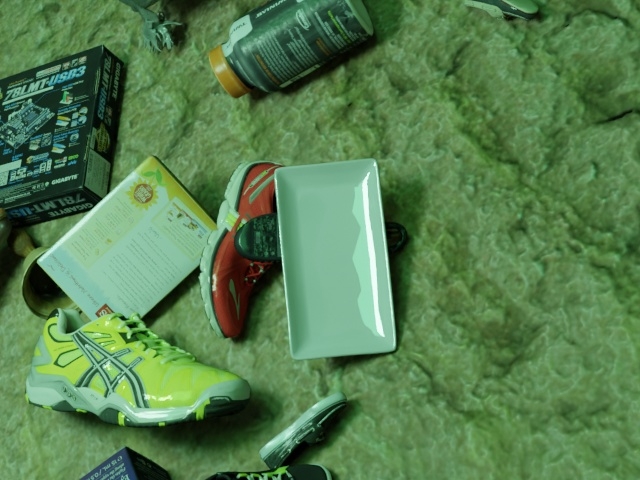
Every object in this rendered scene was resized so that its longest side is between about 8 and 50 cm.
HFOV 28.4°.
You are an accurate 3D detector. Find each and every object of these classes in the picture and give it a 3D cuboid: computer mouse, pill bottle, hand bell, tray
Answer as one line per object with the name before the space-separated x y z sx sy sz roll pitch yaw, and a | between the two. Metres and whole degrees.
computer mouse | 0.000 0.000 1.765 0.242 0.041 0.071 1 76 2
pill bottle | -0.052 -0.316 1.965 0.245 0.130 0.130 -28 52 14
hand bell | -0.465 0.025 2.050 0.126 0.126 0.242 -51 39 -4
tray | 0.020 0.026 1.722 0.145 0.030 0.270 -5 77 -1

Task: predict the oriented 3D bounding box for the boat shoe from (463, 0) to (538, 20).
boat shoe | 0.262 -0.346 1.851 0.137 0.049 0.043 34 125 37

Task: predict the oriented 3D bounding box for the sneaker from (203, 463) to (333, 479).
sneaker | -0.094 0.331 1.589 0.234 0.097 0.084 -17 53 -11

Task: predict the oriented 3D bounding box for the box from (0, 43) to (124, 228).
box | -0.489 -0.169 2.184 0.295 0.073 0.293 -13 56 25

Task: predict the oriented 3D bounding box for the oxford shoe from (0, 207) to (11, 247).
oxford shoe | -0.601 0.113 2.062 0.364 0.132 0.130 -55 8 -7

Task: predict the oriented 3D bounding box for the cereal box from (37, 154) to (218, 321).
cereal box | -0.281 0.013 1.903 0.240 0.047 0.173 -42 92 3

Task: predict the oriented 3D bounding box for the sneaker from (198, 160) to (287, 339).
sneaker | -0.095 0.009 1.823 0.118 0.107 0.279 6 69 19

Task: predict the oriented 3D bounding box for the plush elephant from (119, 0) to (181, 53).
plush elephant | -0.244 -0.516 2.138 0.272 0.330 0.255 16 49 35

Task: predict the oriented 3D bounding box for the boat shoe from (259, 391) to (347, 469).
boat shoe | -0.016 0.255 1.666 0.142 0.049 0.040 -39 69 8

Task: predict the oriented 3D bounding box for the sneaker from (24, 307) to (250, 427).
sneaker | -0.268 0.177 1.775 0.384 0.145 0.147 3 90 31

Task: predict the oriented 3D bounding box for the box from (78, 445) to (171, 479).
box | -0.258 0.408 1.678 0.153 0.108 0.207 -37 50 6
